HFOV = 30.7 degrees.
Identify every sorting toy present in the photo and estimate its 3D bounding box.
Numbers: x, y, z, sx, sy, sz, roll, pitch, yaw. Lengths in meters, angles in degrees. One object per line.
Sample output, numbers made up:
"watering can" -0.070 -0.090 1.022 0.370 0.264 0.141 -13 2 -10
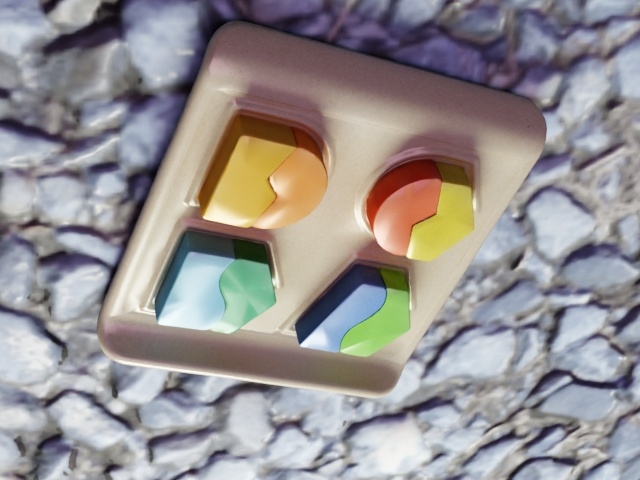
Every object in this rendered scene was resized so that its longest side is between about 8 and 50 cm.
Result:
"sorting toy" 0.000 0.000 0.624 0.193 0.038 0.208 11 123 -24
